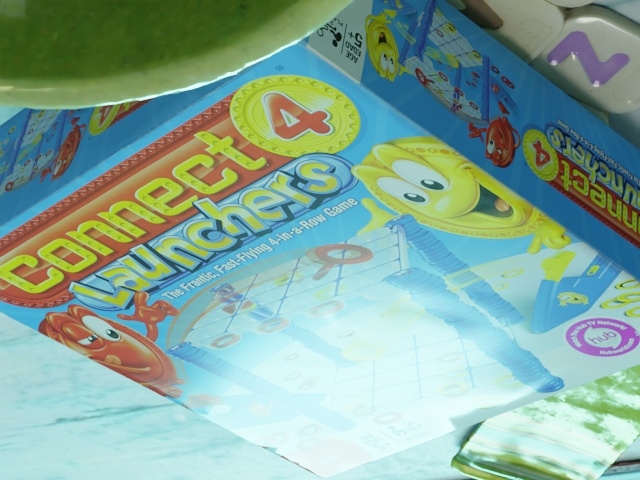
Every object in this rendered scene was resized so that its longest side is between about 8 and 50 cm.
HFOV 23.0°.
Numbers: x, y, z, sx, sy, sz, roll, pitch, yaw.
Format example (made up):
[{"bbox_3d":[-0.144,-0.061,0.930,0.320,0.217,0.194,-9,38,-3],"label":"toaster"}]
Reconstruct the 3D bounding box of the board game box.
[{"bbox_3d":[0.000,0.000,0.853,0.302,0.086,0.308,31,139,-31],"label":"board game box"}]

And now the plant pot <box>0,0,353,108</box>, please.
[{"bbox_3d":[-0.084,-0.224,0.454,0.276,0.253,0.276,6,141,5],"label":"plant pot"}]

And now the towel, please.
[{"bbox_3d":[0.173,0.113,1.055,0.102,0.021,0.237,15,143,-9],"label":"towel"}]

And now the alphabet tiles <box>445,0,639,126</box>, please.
[{"bbox_3d":[0.025,-0.100,0.802,0.278,0.021,0.284,24,142,-18],"label":"alphabet tiles"}]
